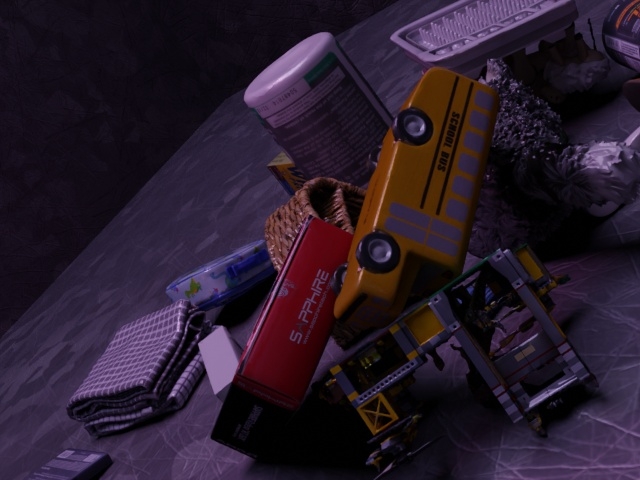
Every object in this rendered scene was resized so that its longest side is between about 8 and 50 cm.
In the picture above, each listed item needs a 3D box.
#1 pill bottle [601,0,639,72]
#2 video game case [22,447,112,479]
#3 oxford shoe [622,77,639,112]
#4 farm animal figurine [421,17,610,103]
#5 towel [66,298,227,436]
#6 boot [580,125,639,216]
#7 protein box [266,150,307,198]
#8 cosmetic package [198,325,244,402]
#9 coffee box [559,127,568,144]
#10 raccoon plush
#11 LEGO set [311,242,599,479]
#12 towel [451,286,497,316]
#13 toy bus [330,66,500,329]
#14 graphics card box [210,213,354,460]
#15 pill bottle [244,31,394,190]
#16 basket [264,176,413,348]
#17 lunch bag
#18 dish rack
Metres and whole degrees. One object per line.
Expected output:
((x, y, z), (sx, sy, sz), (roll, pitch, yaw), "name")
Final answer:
((0.547, -0.316, 1.518), (0.130, 0.130, 0.245), (-37, 19, 7), "pill bottle")
((-0.537, 0.473, 1.776), (0.274, 0.026, 0.196), (-34, 13, -34), "video game case")
((0.532, -0.212, 1.401), (0.076, 0.076, 0.212), (-42, 29, -14), "oxford shoe")
((0.360, -0.294, 1.785), (0.327, 0.172, 0.330), (-18, 24, 16), "farm animal figurine")
((-0.349, 0.250, 1.900), (0.284, 0.121, 0.235), (-24, 25, 38), "towel")
((0.429, -0.115, 1.362), (0.190, 0.069, 0.086), (-42, 15, 3), "boot")
((0.025, -0.187, 2.187), (0.201, 0.136, 0.200), (-45, 20, -20), "protein box")
((-0.139, 0.226, 1.594), (0.060, 0.099, 0.239), (-40, 19, -2), "cosmetic package")
((0.324, -0.129, 1.641), (0.184, 0.040, 0.113), (-23, 24, 39), "coffee box")
((0.335, -0.134, 1.375), (0.446, 0.216, 0.299), (6, 49, 50), "raccoon plush")
((0.177, 0.157, 1.129), (0.331, 0.192, 0.255), (-34, -11, 4), "LEGO set")
((0.204, 0.091, 1.372), (0.067, 0.029, 0.119), (-47, 20, -26), "towel")
((0.117, -0.048, 1.168), (0.108, 0.130, 0.332), (127, 163, -61), "toy bus")
((-0.052, 0.147, 1.303), (0.371, 0.094, 0.232), (117, 176, -64), "graphics card box")
((0.040, -0.191, 1.813), (0.204, 0.361, 0.204), (-34, 19, 13), "pill bottle")
((0.050, -0.010, 1.607), (0.223, 0.213, 0.299), (-36, 19, 11), "basket")
((-0.197, 0.077, 1.990), (0.176, 0.090, 0.219), (-25, 3, 39), "lunch bag")
((0.290, -0.370, 1.703), (0.286, 0.072, 0.333), (-26, 23, -1), "dish rack")
